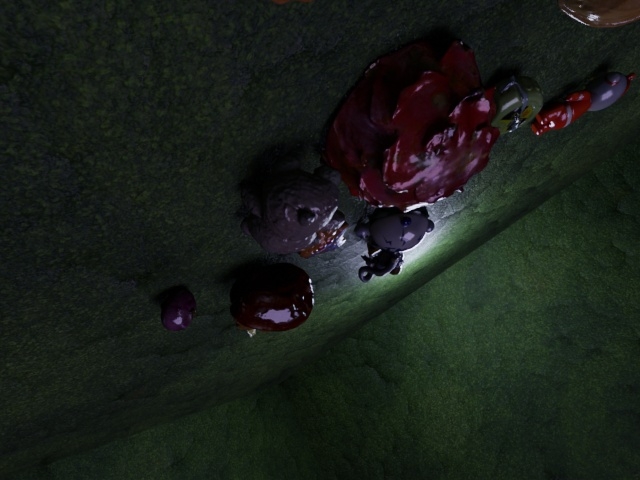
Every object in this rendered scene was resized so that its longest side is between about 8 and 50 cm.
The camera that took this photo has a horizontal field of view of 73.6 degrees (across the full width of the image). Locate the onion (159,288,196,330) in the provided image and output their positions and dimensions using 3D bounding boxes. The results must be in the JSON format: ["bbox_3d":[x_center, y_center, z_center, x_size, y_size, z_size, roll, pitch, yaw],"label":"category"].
[{"bbox_3d":[-0.388,0.185,1.156,0.115,0.104,0.115,13,90,-71],"label":"onion"}]

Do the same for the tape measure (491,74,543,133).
[{"bbox_3d":[0.486,-0.351,1.122,0.175,0.106,0.200,-12,155,-18],"label":"tape measure"}]

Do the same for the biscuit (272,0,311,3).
[{"bbox_3d":[0.065,-0.403,0.505,0.333,0.047,0.202,-32,160,3],"label":"biscuit"}]

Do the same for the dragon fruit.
[{"bbox_3d":[0.207,-0.203,0.904,0.386,0.249,0.371,-32,155,-4],"label":"dragon fruit"}]

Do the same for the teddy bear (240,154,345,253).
[{"bbox_3d":[-0.060,-0.062,0.923,0.235,0.151,0.267,14,160,-11],"label":"teddy bear"}]

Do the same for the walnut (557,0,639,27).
[{"bbox_3d":[0.525,-0.487,0.710,0.256,0.225,0.257,4,136,4],"label":"walnut"}]

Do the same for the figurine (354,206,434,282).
[{"bbox_3d":[0.249,-0.018,1.435,0.260,0.186,0.382,-17,151,-11],"label":"figurine"}]

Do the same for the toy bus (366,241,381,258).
[{"bbox_3d":[0.230,0.034,1.680,0.069,0.074,0.162,-31,162,16],"label":"toy bus"}]

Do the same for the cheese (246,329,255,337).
[{"bbox_3d":[-0.282,0.364,1.770,0.060,0.041,0.084,-21,142,-45],"label":"cheese"}]

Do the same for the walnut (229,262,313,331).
[{"bbox_3d":[-0.157,0.187,1.316,0.268,0.222,0.244,1,136,-30],"label":"walnut"}]

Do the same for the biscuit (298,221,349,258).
[{"bbox_3d":[0.000,0.000,1.350,0.183,0.043,0.280,-44,159,22],"label":"biscuit"}]

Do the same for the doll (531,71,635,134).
[{"bbox_3d":[0.872,-0.466,1.411,0.336,0.105,0.200,-26,159,9],"label":"doll"}]
